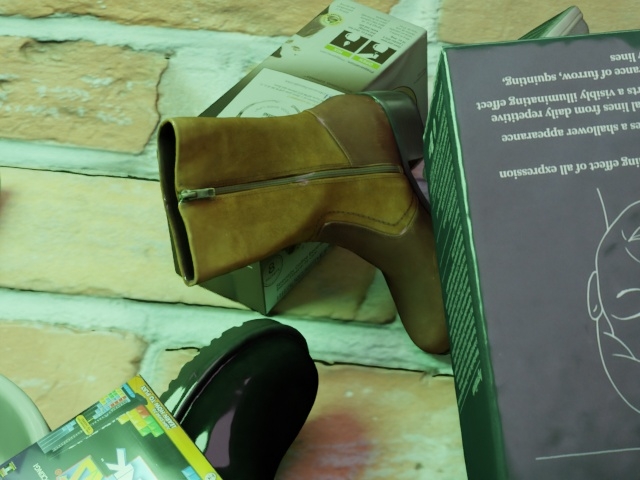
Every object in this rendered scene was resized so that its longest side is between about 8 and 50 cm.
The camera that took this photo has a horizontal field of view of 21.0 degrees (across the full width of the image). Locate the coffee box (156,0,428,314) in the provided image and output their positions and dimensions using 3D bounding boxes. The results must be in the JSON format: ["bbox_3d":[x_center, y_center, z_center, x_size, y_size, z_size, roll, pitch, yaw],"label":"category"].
[{"bbox_3d":[-0.019,-0.089,1.732,0.119,0.168,0.297,24,49,27],"label":"coffee box"}]

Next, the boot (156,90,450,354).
[{"bbox_3d":[0.000,0.000,1.554,0.280,0.264,0.096,-14,4,-40],"label":"boot"}]

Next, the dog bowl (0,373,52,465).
[{"bbox_3d":[-0.370,0.234,1.454,0.349,0.102,0.348,-2,43,2],"label":"dog bowl"}]

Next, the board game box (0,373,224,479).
[{"bbox_3d":[-0.154,0.203,1.347,0.141,0.048,0.170,-33,49,-15],"label":"board game box"}]

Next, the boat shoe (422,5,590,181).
[{"bbox_3d":[0.213,-0.133,1.823,0.118,0.103,0.320,-30,19,43],"label":"boat shoe"}]

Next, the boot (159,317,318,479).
[{"bbox_3d":[-0.037,0.236,1.407,0.260,0.131,0.348,19,58,31],"label":"boot"}]

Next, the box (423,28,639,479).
[{"bbox_3d":[0.258,0.043,1.438,0.294,0.212,0.395,-5,70,-3],"label":"box"}]
